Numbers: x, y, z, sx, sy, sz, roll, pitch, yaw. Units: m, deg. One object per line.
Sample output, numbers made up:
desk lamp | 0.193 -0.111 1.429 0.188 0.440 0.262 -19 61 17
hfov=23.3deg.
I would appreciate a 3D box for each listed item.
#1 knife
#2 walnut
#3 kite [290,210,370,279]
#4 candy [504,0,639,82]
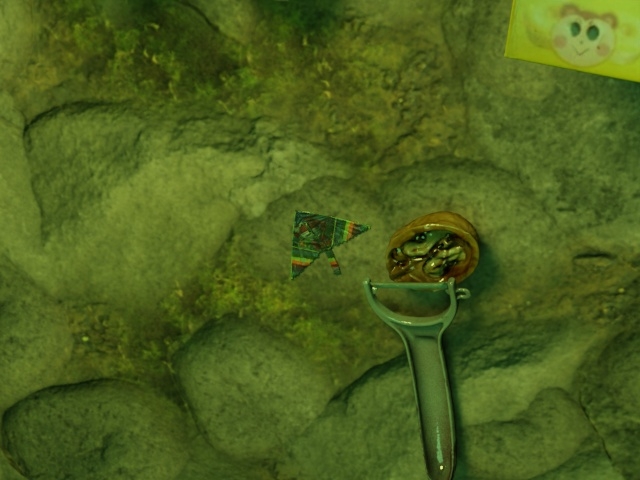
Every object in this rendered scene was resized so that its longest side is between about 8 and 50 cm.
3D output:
knife | 0.133 0.158 1.788 0.123 0.053 0.278 2 120 26
walnut | 0.127 0.005 1.722 0.121 0.052 0.091 -28 117 37
kite | 0.000 0.000 1.780 0.122 0.004 0.090 -28 104 24
candy | 0.261 -0.236 1.450 0.146 0.276 0.088 12 116 7
